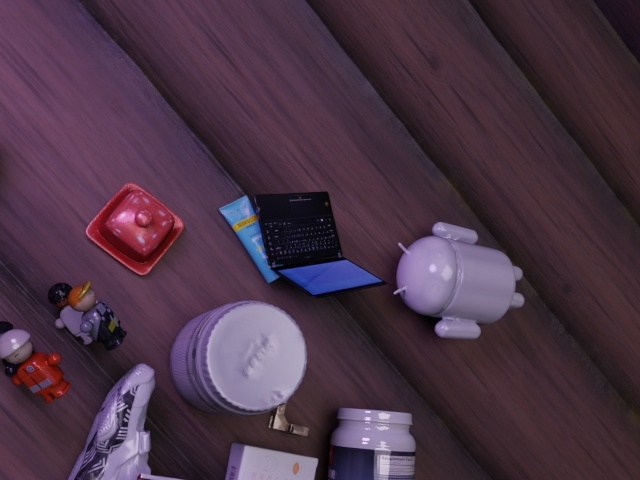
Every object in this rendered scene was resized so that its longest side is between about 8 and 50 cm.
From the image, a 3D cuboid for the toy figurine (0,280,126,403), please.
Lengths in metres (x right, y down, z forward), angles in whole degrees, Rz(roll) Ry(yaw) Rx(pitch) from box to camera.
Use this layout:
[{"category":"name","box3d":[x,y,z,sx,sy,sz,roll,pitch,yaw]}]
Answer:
[{"category":"toy figurine","box3d":[-0.491,0.172,1.178,0.209,0.213,0.148,-43,112,-27]}]

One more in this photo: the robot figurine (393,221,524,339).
[{"category":"robot figurine","box3d":[0.339,0.101,1.604,0.354,0.200,0.299,13,64,-23]}]

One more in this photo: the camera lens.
[{"category":"camera lens","box3d":[-0.171,0.237,1.282,0.220,0.274,0.219,6,75,-24]}]

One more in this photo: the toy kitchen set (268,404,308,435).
[{"category":"toy kitchen set","box3d":[-0.059,0.389,1.418,0.083,0.068,0.075,20,70,-21]}]

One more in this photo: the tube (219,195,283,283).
[{"category":"tube","box3d":[-0.151,0.000,1.481,0.080,0.052,0.207,-29,87,-39]}]

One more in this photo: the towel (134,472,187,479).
[{"category":"towel","box3d":[-0.298,0.579,1.161,0.237,0.037,0.329,24,99,-34]}]

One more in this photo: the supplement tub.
[{"category":"supplement tub","box3d":[0.111,0.512,1.402,0.191,0.191,0.272,12,73,-23]}]

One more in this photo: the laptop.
[{"category":"laptop","box3d":[0.000,0.000,1.472,0.234,0.137,0.264,-6,81,-43]}]

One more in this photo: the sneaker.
[{"category":"sneaker","box3d":[-0.352,0.436,1.232,0.210,0.137,0.365,27,72,-20]}]

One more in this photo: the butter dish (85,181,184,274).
[{"category":"butter dish","box3d":[-0.376,-0.035,1.336,0.160,0.118,0.159,40,64,-12]}]

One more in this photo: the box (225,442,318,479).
[{"category":"box","box3d":[-0.108,0.509,1.352,0.171,0.091,0.130,18,70,-21]}]
